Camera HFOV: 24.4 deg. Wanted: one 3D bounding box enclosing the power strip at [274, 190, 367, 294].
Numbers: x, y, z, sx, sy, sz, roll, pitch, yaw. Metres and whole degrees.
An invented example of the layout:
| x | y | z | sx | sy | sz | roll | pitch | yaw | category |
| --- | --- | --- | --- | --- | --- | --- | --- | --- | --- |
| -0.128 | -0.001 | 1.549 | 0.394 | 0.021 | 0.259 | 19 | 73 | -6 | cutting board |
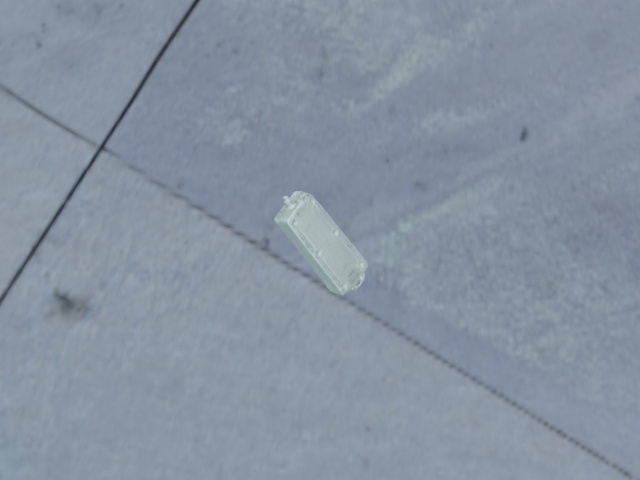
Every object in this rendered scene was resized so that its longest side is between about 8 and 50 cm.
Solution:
| x | y | z | sx | sy | sz | roll | pitch | yaw | category |
| --- | --- | --- | --- | --- | --- | --- | --- | --- | --- |
| 0.000 | 0.000 | 0.903 | 0.027 | 0.017 | 0.083 | -52 | 126 | -20 | power strip |
